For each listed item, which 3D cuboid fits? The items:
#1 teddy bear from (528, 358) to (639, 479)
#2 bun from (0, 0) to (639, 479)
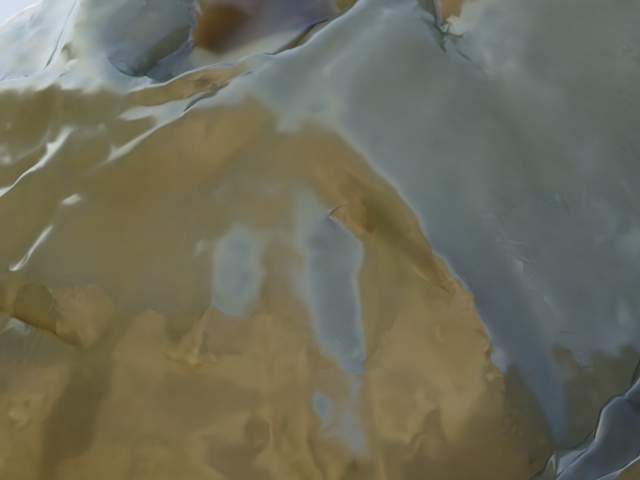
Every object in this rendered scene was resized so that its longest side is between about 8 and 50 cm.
[{"bbox_3d":[0.162,0.172,0.415,0.367,0.357,0.224,55,1,-37],"label":"teddy bear"},{"bbox_3d":[-0.002,-0.005,0.585,0.364,0.364,0.202,33,-27,38],"label":"bun"}]
